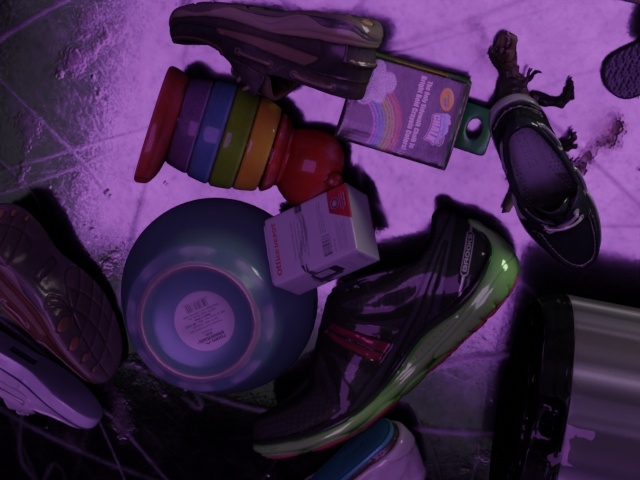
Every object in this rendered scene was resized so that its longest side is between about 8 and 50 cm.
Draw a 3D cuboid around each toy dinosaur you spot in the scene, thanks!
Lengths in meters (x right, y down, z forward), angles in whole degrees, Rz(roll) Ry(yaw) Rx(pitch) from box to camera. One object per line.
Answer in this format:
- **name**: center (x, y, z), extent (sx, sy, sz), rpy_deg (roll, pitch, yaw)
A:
- **toy dinosaur**: center (0.311, -0.176, 1.822), extent (0.118, 0.064, 0.268), rpy_deg (-4, 105, 11)

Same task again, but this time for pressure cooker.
- **pressure cooker**: center (0.462, 0.284, 1.723), extent (0.420, 0.370, 0.376), rpy_deg (10, 73, 2)

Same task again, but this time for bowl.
- **bowl**: center (-0.168, 0.102, 1.875), extent (0.311, 0.163, 0.312), rpy_deg (1, 101, 7)

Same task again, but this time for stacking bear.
- **stacking bear**: center (-0.105, -0.136, 1.832), extent (0.289, 0.175, 0.164), rpy_deg (17, 110, -7)

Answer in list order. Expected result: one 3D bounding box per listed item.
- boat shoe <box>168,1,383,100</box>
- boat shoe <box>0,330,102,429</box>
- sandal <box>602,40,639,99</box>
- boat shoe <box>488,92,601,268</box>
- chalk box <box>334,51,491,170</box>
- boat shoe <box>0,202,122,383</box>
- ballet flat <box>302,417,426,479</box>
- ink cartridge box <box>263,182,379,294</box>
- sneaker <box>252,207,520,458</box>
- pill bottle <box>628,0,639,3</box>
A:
- **boat shoe**: center (-0.078, -0.260, 1.752), extent (0.355, 0.132, 0.130), rpy_deg (13, 101, 38)
- **boat shoe**: center (-0.461, 0.229, 1.976), extent (0.258, 0.095, 0.084), rpy_deg (34, 107, 10)
- **sandal**: center (0.527, -0.276, 1.785), extent (0.254, 0.054, 0.097), rpy_deg (-16, 92, 19)
- **boat shoe**: center (0.321, -0.063, 1.780), extent (0.114, 0.091, 0.302), rpy_deg (-29, 118, 14)
- **chalk box**: center (0.143, -0.184, 1.801), extent (0.213, 0.132, 0.132), rpy_deg (17, 101, 2)
- **boat shoe**: center (-0.427, 0.086, 1.937), extent (0.116, 0.123, 0.324), rpy_deg (-19, 110, 43)
- **ballet flat**: center (-0.005, 0.429, 1.946), extent (0.400, 0.139, 0.139), rpy_deg (-35, 95, 11)
- **ink cartridge box**: center (0.000, 0.000, 1.814), extent (0.150, 0.063, 0.109), rpy_deg (-24, 62, 29)
- **sneaker**: center (0.075, 0.141, 1.867), extent (0.483, 0.185, 0.202), rpy_deg (-43, 80, 6)
- **pill bottle**: center (0.439, -0.360, 1.776), extent (0.083, 0.043, 0.043), rpy_deg (13, 102, 3)
